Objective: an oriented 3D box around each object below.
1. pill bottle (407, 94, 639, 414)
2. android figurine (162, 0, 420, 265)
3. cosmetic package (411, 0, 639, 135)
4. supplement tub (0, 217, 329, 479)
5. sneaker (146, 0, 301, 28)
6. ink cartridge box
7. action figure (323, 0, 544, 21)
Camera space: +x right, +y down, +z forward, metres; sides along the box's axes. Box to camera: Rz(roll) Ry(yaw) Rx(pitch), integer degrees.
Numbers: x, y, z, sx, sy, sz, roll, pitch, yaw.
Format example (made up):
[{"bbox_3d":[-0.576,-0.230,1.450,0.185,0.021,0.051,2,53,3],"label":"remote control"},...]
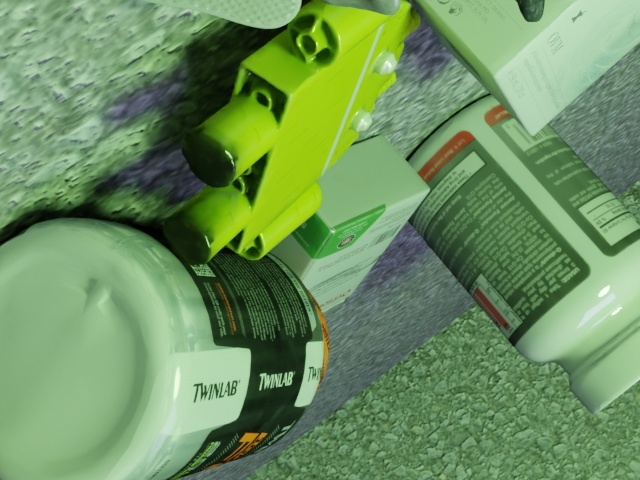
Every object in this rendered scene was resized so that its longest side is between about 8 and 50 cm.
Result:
[{"bbox_3d":[0.273,0.015,1.170,0.210,0.363,0.210,-34,163,-12],"label":"pill bottle"},{"bbox_3d":[-0.009,-0.095,0.729,0.273,0.056,0.248,-43,164,-42],"label":"android figurine"},{"bbox_3d":[0.202,-0.225,0.793,0.224,0.138,0.224,-43,163,11],"label":"cosmetic package"},{"bbox_3d":[-0.126,0.094,0.821,0.207,0.207,0.338,-43,163,14],"label":"supplement tub"},{"bbox_3d":[-0.074,-0.167,0.535,0.134,0.070,0.051,13,143,-32],"label":"sneaker"},{"bbox_3d":[0.000,0.000,1.043,0.153,0.087,0.208,-24,157,-41],"label":"ink cartridge box"},{"bbox_3d":[0.148,-0.275,0.494,0.341,0.178,0.330,-30,171,-19],"label":"action figure"}]
